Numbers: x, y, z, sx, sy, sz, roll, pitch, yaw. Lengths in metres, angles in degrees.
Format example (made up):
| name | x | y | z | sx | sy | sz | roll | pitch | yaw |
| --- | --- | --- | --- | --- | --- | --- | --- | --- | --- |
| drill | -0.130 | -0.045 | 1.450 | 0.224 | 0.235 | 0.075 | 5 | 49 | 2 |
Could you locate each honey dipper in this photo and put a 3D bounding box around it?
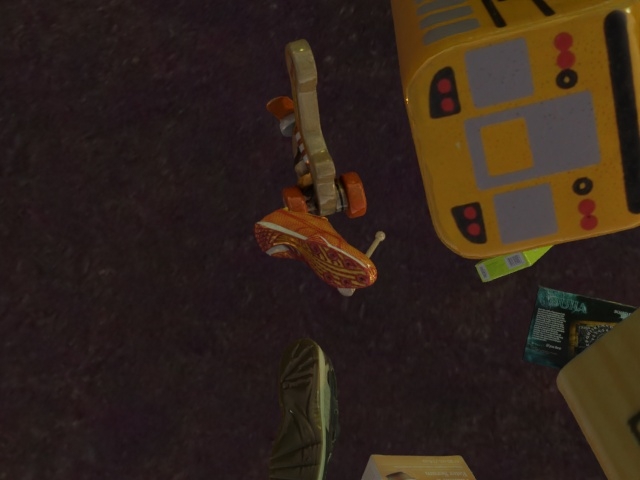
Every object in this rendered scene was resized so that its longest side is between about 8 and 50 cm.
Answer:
| name | x | y | z | sx | sy | sz | roll | pitch | yaw |
| --- | --- | --- | --- | --- | --- | --- | --- | --- | --- |
| honey dipper | 0.076 | 0.034 | 1.506 | 0.030 | 0.161 | 0.030 | 19 | 137 | 18 |

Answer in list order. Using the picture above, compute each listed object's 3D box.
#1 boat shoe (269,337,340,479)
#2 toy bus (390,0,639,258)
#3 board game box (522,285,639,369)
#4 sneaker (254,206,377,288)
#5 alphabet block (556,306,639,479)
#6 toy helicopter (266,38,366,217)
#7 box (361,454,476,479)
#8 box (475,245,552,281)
| name | x | y | z | sx | sy | sz | roll | pitch | yaw |
| --- | --- | --- | --- | --- | --- | --- | --- | --- | --- |
| boat shoe | -0.010 | 0.232 | 1.041 | 0.080 | 0.224 | 0.073 | -17 | 149 | 34 |
| toy bus | 0.115 | -0.113 | 0.517 | 0.130 | 0.333 | 0.108 | -13 | 113 | 9 |
| board game box | 0.426 | 0.152 | 1.360 | 0.186 | 0.026 | 0.126 | 13 | 85 | 21 |
| sneaker | 0.000 | 0.000 | 0.961 | 0.175 | 0.067 | 0.064 | 28 | 141 | 37 |
| alphabet block | 0.315 | 0.142 | 0.586 | 0.192 | 0.197 | 0.193 | 38 | 109 | -23 |
| toy helicopter | -0.023 | -0.205 | 1.536 | 0.140 | 0.235 | 0.355 | -14 | 134 | -8 |
| box | 0.129 | 0.337 | 0.984 | 0.130 | 0.170 | 0.091 | 6 | 116 | -24 |
| box | 0.387 | 0.021 | 1.659 | 0.109 | 0.178 | 0.042 | -25 | 92 | 39 |
